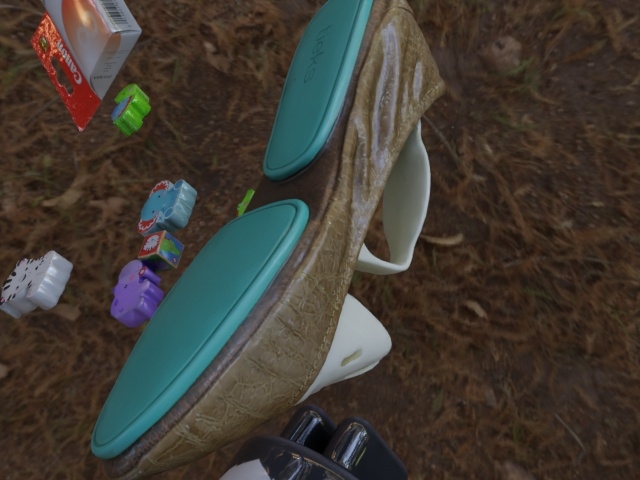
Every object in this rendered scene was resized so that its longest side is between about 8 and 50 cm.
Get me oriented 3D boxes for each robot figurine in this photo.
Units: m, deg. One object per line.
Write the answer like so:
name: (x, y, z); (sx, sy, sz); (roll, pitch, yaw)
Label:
robot figurine: (-0.038, 0.277, 0.665); (0.173, 0.209, 0.278); (35, 63, 3)

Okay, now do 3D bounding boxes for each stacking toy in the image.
stacking toy: (-0.131, 0.007, 0.617); (0.052, 0.221, 0.167); (-13, 137, 35)

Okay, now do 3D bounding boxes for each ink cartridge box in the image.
ink cartridge box: (-0.283, -0.229, 0.884); (0.179, 0.045, 0.145); (-42, 74, 39)

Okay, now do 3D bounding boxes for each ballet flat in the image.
ballet flat: (0.000, 0.000, 0.467); (0.124, 0.342, 0.116); (39, 148, -26)
